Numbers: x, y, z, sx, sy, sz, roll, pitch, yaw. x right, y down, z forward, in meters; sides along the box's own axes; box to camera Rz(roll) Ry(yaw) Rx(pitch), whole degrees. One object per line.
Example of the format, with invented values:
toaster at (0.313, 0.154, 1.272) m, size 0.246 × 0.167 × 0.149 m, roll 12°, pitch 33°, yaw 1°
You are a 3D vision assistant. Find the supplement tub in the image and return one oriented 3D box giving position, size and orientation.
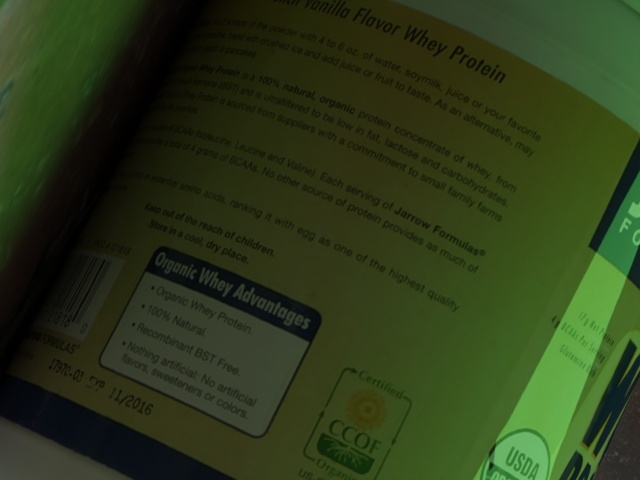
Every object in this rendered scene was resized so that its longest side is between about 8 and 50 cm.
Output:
supplement tub at (0.026, 0.007, 0.723) m, size 0.316 × 0.228 × 0.228 m, roll -63°, pitch 176°, yaw -10°
